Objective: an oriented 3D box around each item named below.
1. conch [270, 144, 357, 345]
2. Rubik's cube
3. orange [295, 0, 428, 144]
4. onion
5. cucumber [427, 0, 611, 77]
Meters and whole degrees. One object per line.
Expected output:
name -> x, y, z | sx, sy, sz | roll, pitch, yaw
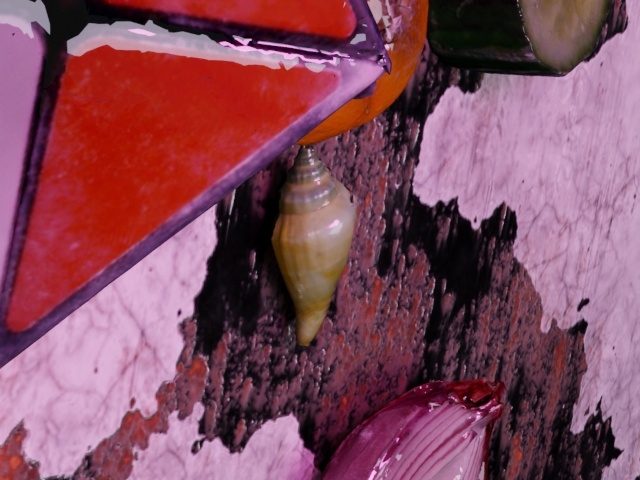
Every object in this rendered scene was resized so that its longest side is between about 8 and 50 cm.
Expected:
conch -> -0.004, -0.002, 1.270 | 0.201, 0.079, 0.095 | 92, 23, -45
Rubik's cube -> -0.189, -0.167, 0.732 | 0.305, 0.310, 0.307 | -40, 131, -10
orange -> -0.011, -0.180, 1.117 | 0.224, 0.170, 0.224 | -19, 115, -46
onion -> 0.093, 0.250, 1.442 | 0.283, 0.120, 0.227 | -53, 136, -20
cucumber -> 0.195, -0.258, 1.394 | 0.191, 0.130, 0.191 | -11, 104, -50
